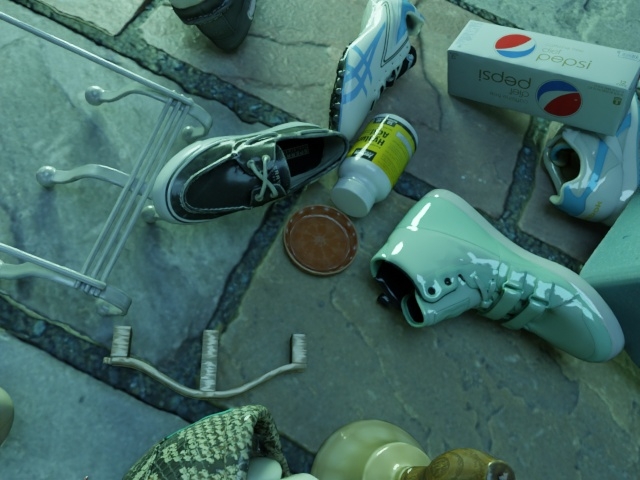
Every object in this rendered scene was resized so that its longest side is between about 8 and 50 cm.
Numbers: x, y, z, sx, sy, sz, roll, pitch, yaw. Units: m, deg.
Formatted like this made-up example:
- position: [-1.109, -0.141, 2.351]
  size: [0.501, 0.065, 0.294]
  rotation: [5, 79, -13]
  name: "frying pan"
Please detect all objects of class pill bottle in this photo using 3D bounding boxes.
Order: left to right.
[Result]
- position: [0.059, -0.083, 0.663]
  size: [0.065, 0.065, 0.116]
  rotation: [32, 62, 2]
  name: "pill bottle"

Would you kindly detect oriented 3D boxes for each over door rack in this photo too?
- position: [-0.290, -0.097, 0.544]
  size: [0.324, 0.108, 0.239]
  rotation: [29, 61, -23]
  name: "over door rack"

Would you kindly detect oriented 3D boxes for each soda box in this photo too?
- position: [0.267, -0.202, 0.718]
  size: [0.216, 0.074, 0.069]
  rotation: [23, 61, 26]
  name: "soda box"

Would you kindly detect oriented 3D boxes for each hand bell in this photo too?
- position: [0.075, 0.184, 0.443]
  size: [0.126, 0.242, 0.126]
  rotation: [5, 65, -11]
  name: "hand bell"

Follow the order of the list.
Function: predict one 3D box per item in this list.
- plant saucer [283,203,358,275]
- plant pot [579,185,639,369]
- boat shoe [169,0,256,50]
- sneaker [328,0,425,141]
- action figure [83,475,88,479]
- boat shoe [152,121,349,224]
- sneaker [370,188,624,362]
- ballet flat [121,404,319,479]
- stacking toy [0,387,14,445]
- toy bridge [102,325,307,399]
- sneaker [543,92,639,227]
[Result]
- position: [0.000, 0.000, 0.639]
  size: [0.083, 0.013, 0.083]
  rotation: [6, 64, -12]
  name: "plant saucer"
- position: [0.470, 0.038, 0.569]
  size: [0.248, 0.252, 0.247]
  rotation: [-44, 100, -26]
  name: "plant pot"
- position: [-0.128, -0.386, 0.756]
  size: [0.112, 0.095, 0.335]
  rotation: [-10, 59, 21]
  name: "boat shoe"
- position: [0.068, -0.211, 0.713]
  size: [0.086, 0.085, 0.237]
  rotation: [21, 64, 2]
  name: "sneaker"
- position: [-0.158, 0.288, 0.425]
  size: [0.280, 0.091, 0.139]
  rotation: [36, 69, 3]
  name: "action figure"
- position: [-0.063, -0.074, 0.594]
  size: [0.219, 0.070, 0.078]
  rotation: [-30, 119, -35]
  name: "boat shoe"
- position: [0.169, 0.070, 0.601]
  size: [0.256, 0.094, 0.151]
  rotation: [38, 57, 16]
  name: "sneaker"
- position: [0.029, 0.331, 0.392]
  size: [0.182, 0.164, 0.483]
  rotation: [-36, 74, 10]
  name: "ballet flat"
- position: [-0.393, 0.057, 0.462]
  size: [0.141, 0.141, 0.330]
  rotation: [-38, 72, -26]
  name: "stacking toy"
- position: [-0.106, 0.117, 0.552]
  size: [0.188, 0.026, 0.063]
  rotation: [4, 66, -12]
  name: "toy bridge"
- position: [0.339, -0.132, 0.742]
  size: [0.092, 0.087, 0.229]
  rotation: [14, 61, -6]
  name: "sneaker"
